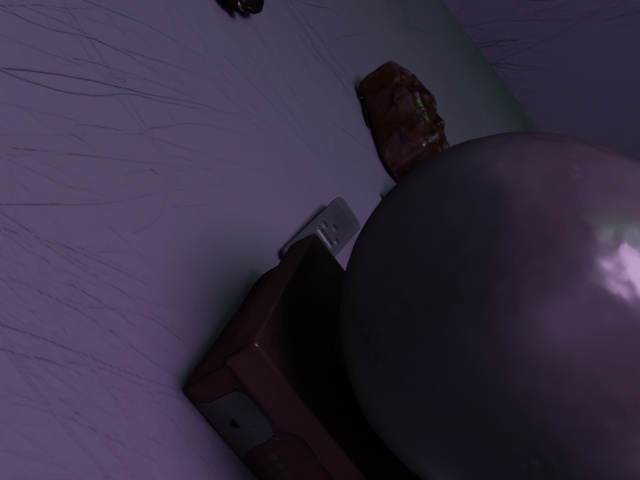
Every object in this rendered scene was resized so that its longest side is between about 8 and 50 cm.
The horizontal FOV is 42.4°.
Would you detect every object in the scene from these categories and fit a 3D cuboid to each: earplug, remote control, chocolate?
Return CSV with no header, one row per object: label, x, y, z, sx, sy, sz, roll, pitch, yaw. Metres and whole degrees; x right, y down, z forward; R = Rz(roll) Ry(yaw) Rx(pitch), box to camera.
earplug,0.198,0.095,0.683,0.394,0.312,0.313,35,32,-35
remote control,0.000,0.000,0.961,0.050,0.027,0.184,54,29,-5
chocolate,0.152,-0.188,1.386,0.148,0.093,0.214,24,41,-49

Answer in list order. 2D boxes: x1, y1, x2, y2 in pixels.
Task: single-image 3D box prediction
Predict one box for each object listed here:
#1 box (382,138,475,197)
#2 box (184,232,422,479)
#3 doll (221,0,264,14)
box,0.206,-0.008,1.187,0.041,0.162,0.229,19,44,-63
box,0.003,0.134,0.730,0.215,0.086,0.215,52,25,-12
doll,-0.124,-0.380,1.143,0.139,0.057,0.165,44,32,-34
